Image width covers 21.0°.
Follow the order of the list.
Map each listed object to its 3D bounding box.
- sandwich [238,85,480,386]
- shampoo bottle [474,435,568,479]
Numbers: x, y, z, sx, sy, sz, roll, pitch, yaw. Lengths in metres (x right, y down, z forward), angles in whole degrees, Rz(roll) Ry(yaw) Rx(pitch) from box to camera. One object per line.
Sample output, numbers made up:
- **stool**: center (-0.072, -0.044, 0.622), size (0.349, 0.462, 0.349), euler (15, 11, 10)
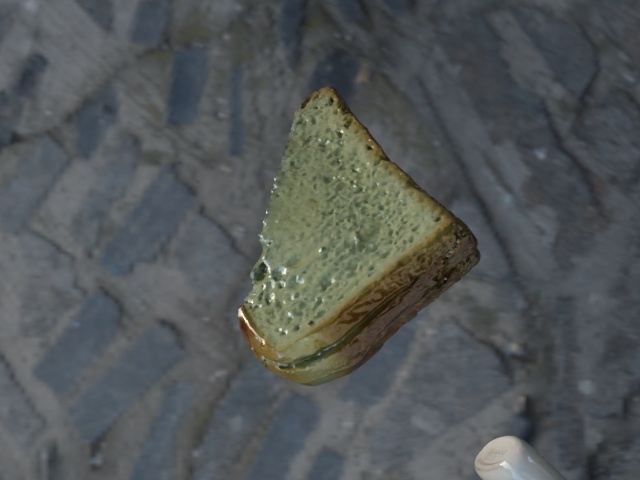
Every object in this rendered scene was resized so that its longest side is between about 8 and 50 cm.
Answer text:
- **sandwich**: center (-0.002, -0.002, 1.835), size (0.254, 0.099, 0.288), euler (-39, 52, 1)
- **shampoo bottle**: center (0.246, 0.274, 1.655), size (0.221, 0.108, 0.051), euler (41, 75, -7)
